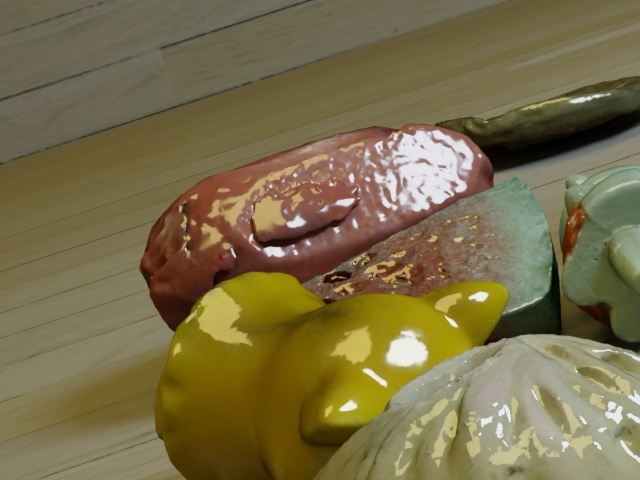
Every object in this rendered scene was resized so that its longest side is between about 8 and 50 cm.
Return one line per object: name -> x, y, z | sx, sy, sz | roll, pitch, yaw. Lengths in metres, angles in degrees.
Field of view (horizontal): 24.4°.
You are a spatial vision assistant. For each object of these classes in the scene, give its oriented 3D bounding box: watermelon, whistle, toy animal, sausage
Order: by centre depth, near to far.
toy animal -> -0.006, 0.084, 0.827 | 0.156, 0.156, 0.229 | -29, 14, -39
whistle -> 0.204, 0.006, 0.947 | 0.101, 0.106, 0.253 | 7, 11, 3
watermelon -> 0.048, 0.058, 1.008 | 0.241, 0.094, 0.154 | -17, 23, 5
sausage -> 0.000, 0.000, 1.115 | 0.279, 0.152, 0.152 | -20, 14, -15

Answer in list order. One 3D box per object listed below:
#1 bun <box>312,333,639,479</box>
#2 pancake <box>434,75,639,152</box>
bun -> 0.081, 0.108, 0.648 | 0.178, 0.128, 0.193 | -26, 14, -29
pancake -> 0.240, -0.128, 1.558 | 0.242, 0.050, 0.242 | -12, 6, 1
